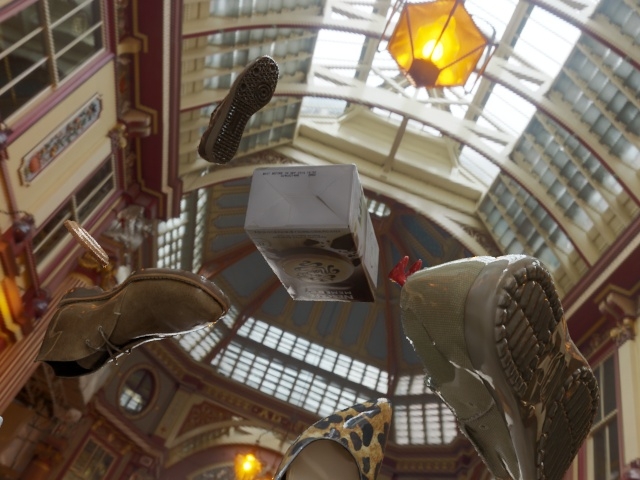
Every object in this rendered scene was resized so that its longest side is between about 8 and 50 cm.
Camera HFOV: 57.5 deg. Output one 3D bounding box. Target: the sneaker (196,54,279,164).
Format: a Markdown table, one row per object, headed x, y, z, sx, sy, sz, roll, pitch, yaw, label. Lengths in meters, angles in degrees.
| x | y | z | sx | sy | sz | roll | pitch | yaw | label |
| --- | --- | --- | --- | --- | --- | --- | --- | --- | --- |
| -0.137 | -0.208 | 0.907 | 0.071 | 0.189 | 0.066 | 21 | -12 | 46 | sneaker |

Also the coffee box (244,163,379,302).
| x | y | z | sx | sy | sz | roll | pitch | yaw | label |
| --- | --- | --- | --- | --- | --- | --- | --- | --- | --- |
| 0.000 | 0.000 | 1.007 | 0.168 | 0.119 | 0.297 | -1 | -27 | 14 | coffee box |

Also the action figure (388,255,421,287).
| x | y | z | sx | sy | sz | roll | pitch | yaw | label |
| --- | --- | --- | --- | --- | --- | --- | --- | --- | --- |
| 0.246 | 0.107 | 0.892 | 0.139 | 0.091 | 0.280 | -50 | -119 | 17 | action figure |

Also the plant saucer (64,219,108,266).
| x | y | z | sx | sy | sz | roll | pitch | yaw | label |
| --- | --- | --- | --- | --- | --- | --- | --- | --- | --- |
| -0.329 | 0.003 | 0.827 | 0.083 | 0.013 | 0.083 | 46 | -11 | 12 | plant saucer |

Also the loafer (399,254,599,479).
| x | y | z | sx | sy | sz | roll | pitch | yaw | label |
| --- | --- | --- | --- | --- | --- | --- | --- | --- | --- |
| 0.135 | 0.101 | 0.432 | 0.092 | 0.102 | 0.269 | 20 | -32 | 45 | loafer |

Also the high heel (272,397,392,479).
| x | y | z | sx | sy | sz | roll | pitch | yaw | label |
| --- | --- | --- | --- | --- | --- | --- | --- | --- | --- |
| -0.002 | 0.220 | 0.484 | 0.093 | 0.261 | 0.186 | 43 | -25 | 9 | high heel |

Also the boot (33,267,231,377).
| x | y | z | sx | sy | sz | roll | pitch | yaw | label |
| --- | --- | --- | --- | --- | --- | --- | --- | --- | --- |
| -0.240 | 0.113 | 0.727 | 0.305 | 0.115 | 0.112 | -14 | -52 | 33 | boot |

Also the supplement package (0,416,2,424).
| x | y | z | sx | sy | sz | roll | pitch | yaw | label |
| --- | --- | --- | --- | --- | --- | --- | --- | --- | --- |
| -0.333 | 0.169 | 0.435 | 0.105 | 0.105 | 0.179 | 31 | -32 | -31 | supplement package |
